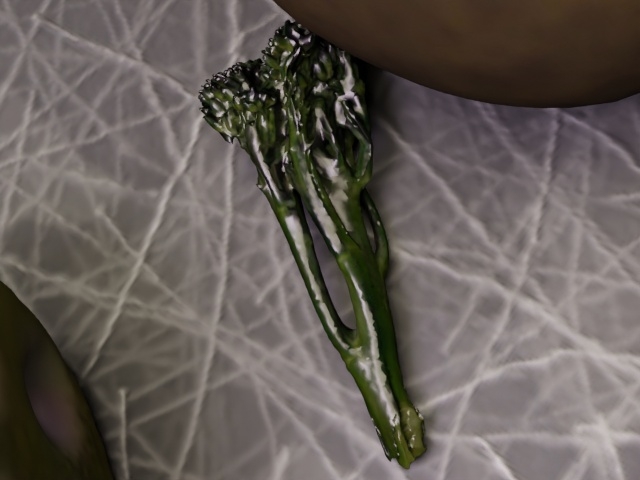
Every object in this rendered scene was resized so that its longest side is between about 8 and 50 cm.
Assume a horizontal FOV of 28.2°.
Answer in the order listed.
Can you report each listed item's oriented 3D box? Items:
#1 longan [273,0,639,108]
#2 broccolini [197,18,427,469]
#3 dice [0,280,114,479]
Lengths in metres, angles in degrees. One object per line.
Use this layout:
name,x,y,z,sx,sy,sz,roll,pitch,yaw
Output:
longan,0.076,-0.174,0.480,0.258,0.258,0.258,-3,73,11
broccolini,0.007,0.001,0.559,0.074,0.058,0.201,-18,86,21
dice,-0.206,0.141,0.459,0.233,0.227,0.238,-18,70,4
